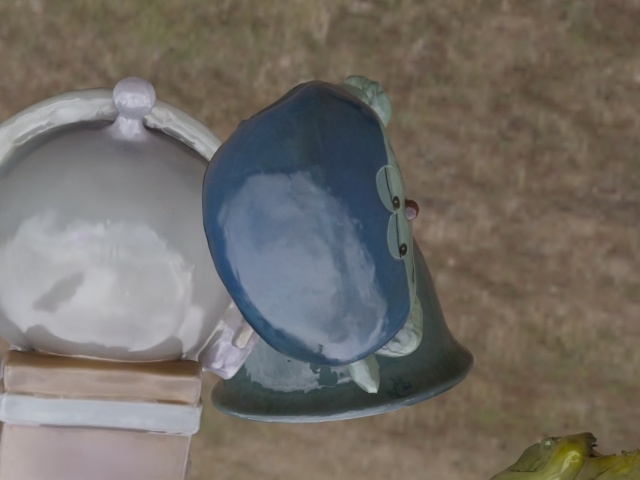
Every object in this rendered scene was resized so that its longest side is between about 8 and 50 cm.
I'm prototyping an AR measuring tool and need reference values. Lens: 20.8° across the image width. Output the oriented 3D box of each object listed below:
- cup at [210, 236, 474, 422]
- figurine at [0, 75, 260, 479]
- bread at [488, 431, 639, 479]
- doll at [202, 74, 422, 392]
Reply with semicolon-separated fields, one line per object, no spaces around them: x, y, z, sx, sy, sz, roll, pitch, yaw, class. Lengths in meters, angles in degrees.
0.006;0.034;1.285;0.199;0.150;0.199;-9;-170;2;cup
-0.104;0.034;0.836;0.162;0.237;0.141;3;-167;-6;figurine
0.210;0.223;1.201;0.133;0.174;0.251;45;150;-18;bread
0.000;0.000;0.397;0.050;0.076;0.083;-13;180;-2;doll
